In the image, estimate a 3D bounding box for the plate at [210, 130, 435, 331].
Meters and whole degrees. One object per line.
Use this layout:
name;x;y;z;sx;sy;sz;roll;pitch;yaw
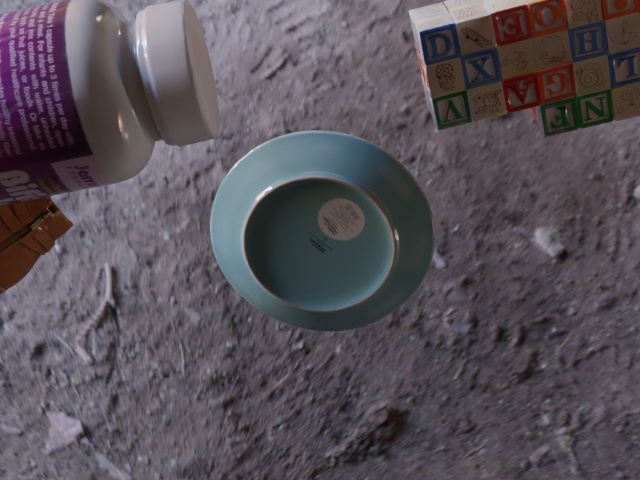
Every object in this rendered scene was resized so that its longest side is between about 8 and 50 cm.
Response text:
plate;0.000;0.000;0.968;0.188;0.188;0.024;17;29;-2

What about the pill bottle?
pill bottle;-0.249;-0.122;1.045;0.301;0.169;0.169;-11;74;5

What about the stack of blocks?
stack of blocks;0.269;-0.219;1.405;0.297;0.087;0.171;-13;118;2

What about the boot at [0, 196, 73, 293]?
boot;-0.353;-0.029;1.188;0.152;0.197;0.073;-39;49;-7
